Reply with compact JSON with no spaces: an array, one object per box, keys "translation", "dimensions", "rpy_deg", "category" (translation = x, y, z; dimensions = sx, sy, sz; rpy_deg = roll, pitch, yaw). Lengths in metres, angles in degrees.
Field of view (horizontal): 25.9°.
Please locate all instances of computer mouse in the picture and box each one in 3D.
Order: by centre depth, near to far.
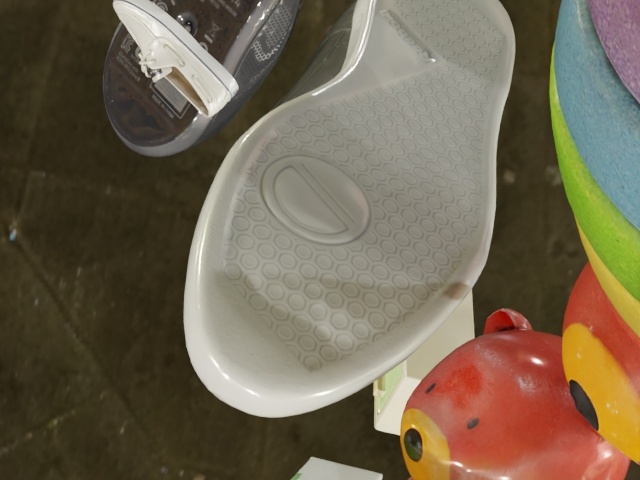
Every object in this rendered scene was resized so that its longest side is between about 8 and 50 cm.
[{"translation":[-0.063,-0.174,1.055],"dimensions":[0.188,0.272,0.072],"rpy_deg":[50,26,21],"category":"computer mouse"}]

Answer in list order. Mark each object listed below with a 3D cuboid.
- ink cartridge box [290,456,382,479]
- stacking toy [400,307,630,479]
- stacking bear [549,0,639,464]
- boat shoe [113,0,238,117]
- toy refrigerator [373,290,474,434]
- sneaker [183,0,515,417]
[{"translation":[-0.007,0.367,1.543],"dimensions":[0.093,0.154,0.213],"rpy_deg":[12,100,12],"category":"ink cartridge box"},{"translation":[0.084,0.142,0.494],"dimensions":[0.279,0.130,0.309],"rpy_deg":[-5,24,-40],"category":"stacking toy"},{"translation":[0.133,-0.018,0.380],"dimensions":[0.164,0.289,0.175],"rpy_deg":[-28,61,-11],"category":"stacking bear"},{"translation":[-0.101,-0.120,0.910],"dimensions":[0.100,0.035,0.035],"rpy_deg":[43,71,-13],"category":"boat shoe"},{"translation":[0.115,0.091,1.616],"dimensions":[0.094,0.102,0.270],"rpy_deg":[14,45,-12],"category":"toy refrigerator"},{"translation":[0.000,0.000,0.601],"dimensions":[0.104,0.147,0.296],"rpy_deg":[31,39,-4],"category":"sneaker"}]
